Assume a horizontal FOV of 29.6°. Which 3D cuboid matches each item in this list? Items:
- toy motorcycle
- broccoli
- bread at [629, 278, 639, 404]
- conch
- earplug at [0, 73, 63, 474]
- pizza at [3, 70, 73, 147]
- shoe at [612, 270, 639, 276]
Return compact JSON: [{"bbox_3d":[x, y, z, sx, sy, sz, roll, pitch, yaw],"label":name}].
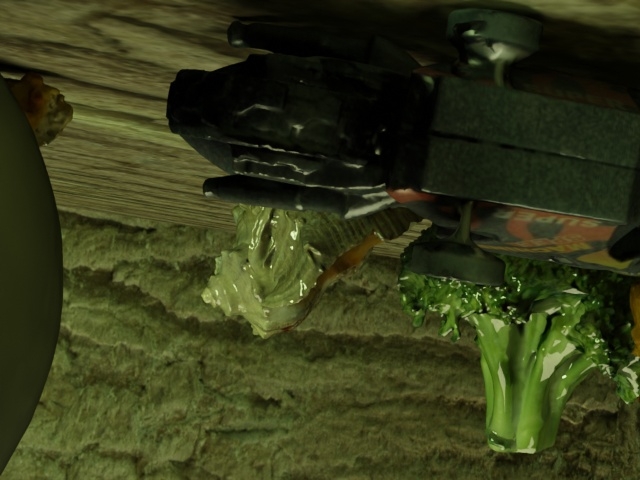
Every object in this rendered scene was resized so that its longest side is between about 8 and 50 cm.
[{"bbox_3d":[0.079,-0.037,0.556,0.307,0.108,0.173,10,-177,-5],"label":"toy motorcycle"},{"bbox_3d":[0.233,0.074,1.267,0.235,0.260,0.288,-31,-150,-15],"label":"broccoli"},{"bbox_3d":[0.382,0.069,0.996,0.268,0.146,0.268,-13,178,0],"label":"bread"},{"bbox_3d":[0.000,0.000,1.149,0.245,0.163,0.178,-22,-154,-19],"label":"conch"},{"bbox_3d":[-0.303,0.013,0.479,0.394,0.313,0.312,5,177,29],"label":"earplug"},{"bbox_3d":[-0.298,-0.101,0.767,0.271,0.056,0.134,9,180,-4],"label":"pizza"},{"bbox_3d":[0.218,-0.017,0.985,0.194,0.074,0.077,8,173,45],"label":"shoe"}]
